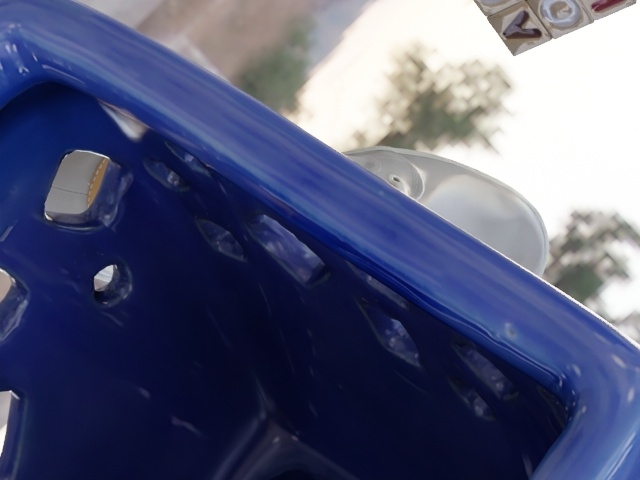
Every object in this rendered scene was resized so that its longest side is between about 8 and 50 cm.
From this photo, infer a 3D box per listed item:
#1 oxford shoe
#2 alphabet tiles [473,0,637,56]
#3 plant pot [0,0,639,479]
[{"bbox_3d":[0.000,0.000,1.502,0.130,0.449,0.169,13,-87,60],"label":"oxford shoe"},{"bbox_3d":[0.122,-0.246,1.400,0.198,0.237,0.009,-21,-155,40],"label":"alphabet tiles"},{"bbox_3d":[-0.031,0.108,0.522,0.236,0.236,0.212,-54,145,-7],"label":"plant pot"}]
